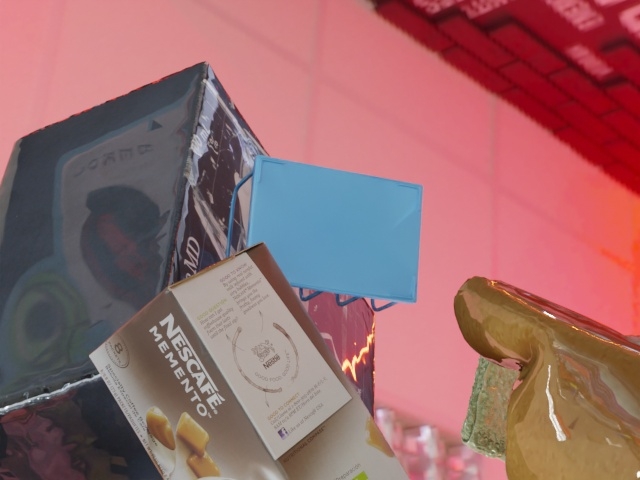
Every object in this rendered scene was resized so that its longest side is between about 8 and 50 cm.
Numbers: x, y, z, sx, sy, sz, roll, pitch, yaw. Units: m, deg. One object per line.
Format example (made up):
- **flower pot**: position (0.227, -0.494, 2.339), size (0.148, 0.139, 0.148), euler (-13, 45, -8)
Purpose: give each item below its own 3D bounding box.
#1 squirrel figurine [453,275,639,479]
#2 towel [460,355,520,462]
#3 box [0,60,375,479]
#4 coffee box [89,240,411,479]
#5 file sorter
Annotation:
- **squirrel figurine**: position (0.215, 0.266, 0.792), size (0.281, 0.397, 0.371), euler (16, -82, -21)
- **towel**: position (0.177, 0.138, 1.100), size (0.110, 0.027, 0.148), euler (31, -132, -13)
- **box**: position (-0.160, 0.144, 1.478), size (0.472, 0.297, 0.480), euler (54, -155, -36)
- **coffee box**: position (-0.042, 0.145, 0.912), size (0.098, 0.141, 0.247), euler (-28, -96, -42)
- **file sorter**: position (0.000, 0.000, 1.241), size (0.170, 0.104, 0.118), euler (9, -105, -17)
